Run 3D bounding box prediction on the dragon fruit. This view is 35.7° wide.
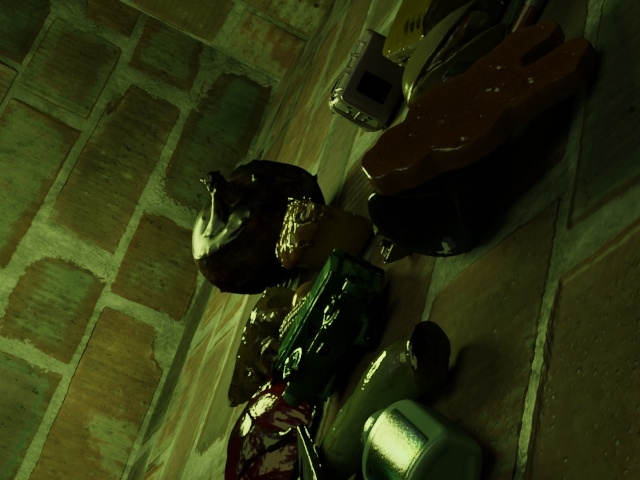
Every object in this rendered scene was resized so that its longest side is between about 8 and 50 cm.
[{"bbox_3d":[-0.095,0.347,1.784,0.282,0.100,0.343,-48,21,41],"label":"dragon fruit"}]

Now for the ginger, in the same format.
[{"bbox_3d":[-0.105,0.225,2.012,0.219,0.123,0.270,-128,55,-80],"label":"ginger"}]

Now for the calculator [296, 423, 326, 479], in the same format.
[{"bbox_3d":[-0.007,0.366,1.364,0.262,0.021,0.161,-133,39,-78],"label":"calculator"}]

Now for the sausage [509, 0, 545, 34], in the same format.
[{"bbox_3d":[0.349,-0.403,1.542,0.223,0.029,0.029,-63,12,5],"label":"sausage"}]

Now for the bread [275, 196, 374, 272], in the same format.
[{"bbox_3d":[-0.003,-0.001,1.960,0.260,0.160,0.147,178,109,-73],"label":"bread"}]

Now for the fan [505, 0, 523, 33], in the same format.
[{"bbox_3d":[0.341,-0.431,1.666,0.193,0.016,0.038,-69,10,-17],"label":"fan"}]

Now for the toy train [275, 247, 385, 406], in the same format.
[{"bbox_3d":[0.018,0.157,1.649,0.154,0.115,0.269,-78,14,-63],"label":"toy train"}]

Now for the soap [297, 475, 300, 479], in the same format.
[{"bbox_3d":[-0.056,0.443,1.550,0.168,0.033,0.089,-60,15,22],"label":"soap"}]

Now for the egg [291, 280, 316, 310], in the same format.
[{"bbox_3d":[-0.014,0.118,1.925,0.080,0.080,0.096,-53,6,43],"label":"egg"}]

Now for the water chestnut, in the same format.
[{"bbox_3d":[-0.159,-0.056,2.282,0.350,0.302,0.350,-37,28,24],"label":"water chestnut"}]

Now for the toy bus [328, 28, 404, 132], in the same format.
[{"bbox_3d":[0.111,-0.347,2.177,0.202,0.142,0.142,-63,12,5],"label":"toy bus"}]

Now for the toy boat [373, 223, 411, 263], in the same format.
[{"bbox_3d":[0.143,-0.057,1.608,0.200,0.077,0.057,-61,11,16],"label":"toy boat"}]

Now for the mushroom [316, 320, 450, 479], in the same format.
[{"bbox_3d":[0.076,0.220,1.331,0.312,0.081,0.100,-56,7,42],"label":"mushroom"}]

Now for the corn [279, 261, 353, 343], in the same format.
[{"bbox_3d":[0.008,0.126,1.794,0.260,0.091,0.091,-52,19,42],"label":"corn"}]

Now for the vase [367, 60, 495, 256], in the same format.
[{"bbox_3d":[0.179,-0.119,1.448,0.301,0.156,0.251,-65,7,-31],"label":"vase"}]

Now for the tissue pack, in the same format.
[{"bbox_3d":[0.227,-0.412,1.830,0.192,0.134,0.271,-65,12,-3],"label":"tissue pack"}]

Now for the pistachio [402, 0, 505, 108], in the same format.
[{"bbox_3d":[0.215,-0.289,1.632,0.144,0.144,0.215,-80,17,-51],"label":"pistachio"}]

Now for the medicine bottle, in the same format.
[{"bbox_3d":[0.104,0.250,1.138,0.121,0.083,0.229,-67,13,0],"label":"medicine bottle"}]

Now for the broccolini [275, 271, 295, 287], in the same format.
[{"bbox_3d":[-0.099,0.150,2.364,0.057,0.071,0.254,1,66,31],"label":"broccolini"}]

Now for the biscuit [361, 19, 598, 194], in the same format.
[{"bbox_3d":[0.203,-0.169,1.312,0.334,0.047,0.202,-35,29,1],"label":"biscuit"}]
